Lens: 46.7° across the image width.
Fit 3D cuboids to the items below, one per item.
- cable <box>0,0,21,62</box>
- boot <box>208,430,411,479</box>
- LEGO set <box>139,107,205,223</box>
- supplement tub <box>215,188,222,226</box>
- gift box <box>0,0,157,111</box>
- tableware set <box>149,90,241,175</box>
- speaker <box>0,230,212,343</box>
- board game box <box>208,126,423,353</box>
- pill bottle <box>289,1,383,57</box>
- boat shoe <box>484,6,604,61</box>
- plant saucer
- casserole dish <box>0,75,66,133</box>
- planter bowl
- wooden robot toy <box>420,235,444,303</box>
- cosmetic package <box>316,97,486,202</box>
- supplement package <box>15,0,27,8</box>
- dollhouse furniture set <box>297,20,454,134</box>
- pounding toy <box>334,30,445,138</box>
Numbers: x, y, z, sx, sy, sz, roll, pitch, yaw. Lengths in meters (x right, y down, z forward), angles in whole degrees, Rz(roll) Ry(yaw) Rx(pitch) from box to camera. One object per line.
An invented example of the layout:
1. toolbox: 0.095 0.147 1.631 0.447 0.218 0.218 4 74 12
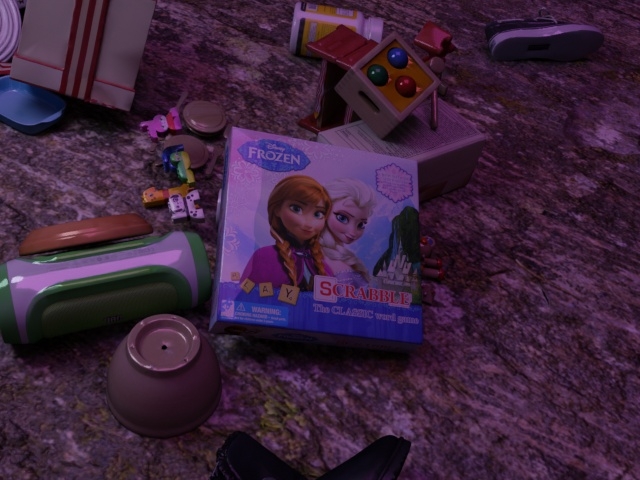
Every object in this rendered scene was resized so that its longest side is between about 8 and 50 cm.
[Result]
1. cable: -0.727 -0.444 1.470 0.257 0.089 0.257 38 55 -32
2. boot: -0.024 0.295 0.930 0.207 0.094 0.246 31 53 15
3. LEGO set: -0.273 -0.110 1.305 0.093 0.087 0.227 -12 66 -13
4. supplement tub: -0.125 -0.051 1.290 0.107 0.071 0.071 7 43 -5
5. gift box: -0.460 -0.394 1.417 0.255 0.258 0.276 15 27 -15
6. tableware set: -0.246 -0.199 1.447 0.128 0.039 0.194 22 49 -5
7. speaker: -0.317 0.066 1.090 0.296 0.131 0.131 -11 47 -21
8. board game box: 0.000 0.000 1.149 0.318 0.066 0.318 8 66 -16
9. pill bottle: 0.037 -0.483 1.736 0.208 0.119 0.119 8 43 -2
10. boat shoe: 0.566 -0.523 1.887 0.306 0.113 0.105 -7 60 -5
11. plant saucer: -0.358 -0.011 1.133 0.199 0.200 0.037 -11 91 -21
12. casserole dish: -0.583 -0.262 1.446 0.188 0.037 0.114 28 46 17
13. planter bowl: -0.213 0.170 1.015 0.161 0.109 0.162 6 43 -6
14. wooden robot toy: 0.176 0.020 1.268 0.076 0.079 0.173 3 44 -7
15. cosmetic package: 0.146 -0.152 1.406 0.296 0.129 0.153 -19 53 -29
16. supplement package: -0.782 -0.592 1.630 0.175 0.178 0.293 26 45 32
17. dollhouse furniture set: 0.132 -0.360 1.567 0.152 0.201 0.374 34 49 23
18. pounding toy: 0.166 -0.283 1.336 0.181 0.094 0.206 47 64 -3
